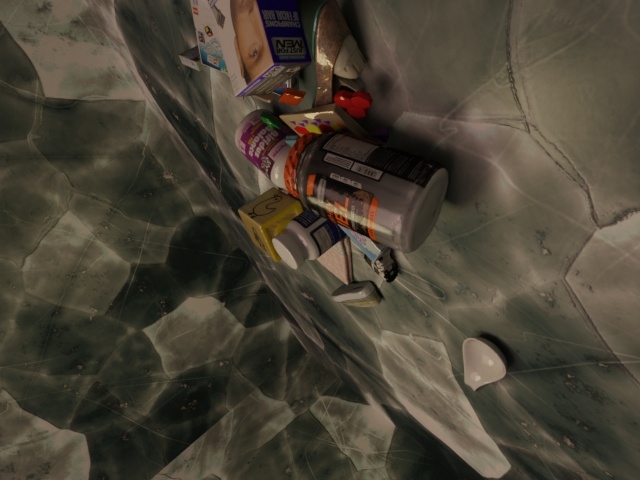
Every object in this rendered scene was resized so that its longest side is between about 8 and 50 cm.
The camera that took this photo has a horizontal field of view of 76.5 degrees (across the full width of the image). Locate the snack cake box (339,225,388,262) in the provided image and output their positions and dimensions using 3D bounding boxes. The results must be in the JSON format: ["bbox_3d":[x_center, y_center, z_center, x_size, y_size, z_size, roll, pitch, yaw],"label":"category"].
[{"bbox_3d":[0.117,-0.091,1.105,0.264,0.152,0.089,47,160,14],"label":"snack cake box"}]

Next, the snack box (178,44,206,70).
[{"bbox_3d":[-0.424,-0.649,1.433,0.141,0.100,0.037,36,154,39],"label":"snack box"}]

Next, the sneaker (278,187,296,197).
[{"bbox_3d":[-0.107,-0.197,1.542,0.083,0.070,0.185,62,160,-10],"label":"sneaker"}]

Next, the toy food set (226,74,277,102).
[{"bbox_3d":[-0.240,-0.570,1.173,0.220,0.092,0.306,36,155,39],"label":"toy food set"}]

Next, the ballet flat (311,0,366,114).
[{"bbox_3d":[0.043,-0.374,0.903,0.106,0.107,0.316,27,160,10],"label":"ballet flat"}]

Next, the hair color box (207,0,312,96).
[{"bbox_3d":[-0.151,-0.509,0.871,0.185,0.110,0.338,-8,101,53],"label":"hair color box"}]

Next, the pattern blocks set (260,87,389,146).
[{"bbox_3d":[0.010,-0.279,0.990,0.325,0.026,0.285,10,166,29],"label":"pattern blocks set"}]

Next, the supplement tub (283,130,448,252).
[{"bbox_3d":[0.095,-0.124,0.928,0.338,0.207,0.207,25,149,28],"label":"supplement tub"}]

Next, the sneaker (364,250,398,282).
[{"bbox_3d":[0.176,0.034,1.295,0.106,0.078,0.234,29,151,44],"label":"sneaker"}]

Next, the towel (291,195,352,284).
[{"bbox_3d":[0.000,0.000,1.667,0.332,0.053,0.317,41,157,31],"label":"towel"}]

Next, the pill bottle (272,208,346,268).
[{"bbox_3d":[-0.018,-0.031,1.337,0.153,0.265,0.153,44,158,23],"label":"pill bottle"}]

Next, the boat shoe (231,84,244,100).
[{"bbox_3d":[-0.281,-0.540,1.388,0.049,0.043,0.137,20,153,12],"label":"boat shoe"}]

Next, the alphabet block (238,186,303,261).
[{"bbox_3d":[-0.178,-0.066,1.610,0.197,0.192,0.193,31,152,47],"label":"alphabet block"}]

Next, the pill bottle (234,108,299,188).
[{"bbox_3d":[-0.125,-0.274,1.304,0.301,0.169,0.169,44,158,22],"label":"pill bottle"}]

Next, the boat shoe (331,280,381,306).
[{"bbox_3d":[0.139,0.234,1.677,0.094,0.109,0.302,53,158,-8],"label":"boat shoe"}]

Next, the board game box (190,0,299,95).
[{"bbox_3d":[-0.195,-0.514,1.064,0.305,0.053,0.193,27,145,15],"label":"board game box"}]

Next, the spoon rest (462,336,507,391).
[{"bbox_3d":[0.477,0.379,1.206,0.137,0.084,0.276,37,156,36],"label":"spoon rest"}]
